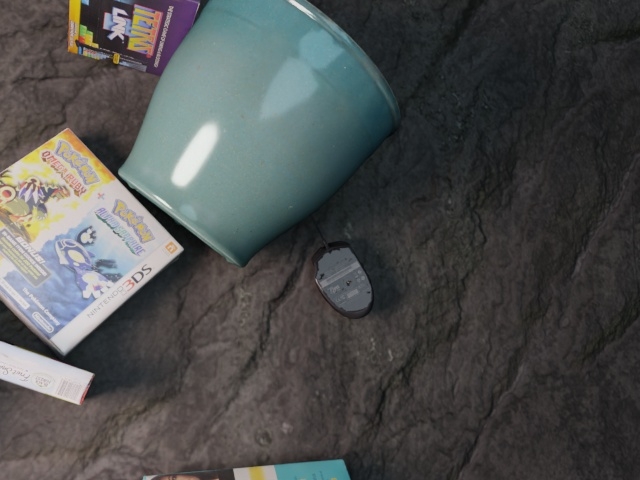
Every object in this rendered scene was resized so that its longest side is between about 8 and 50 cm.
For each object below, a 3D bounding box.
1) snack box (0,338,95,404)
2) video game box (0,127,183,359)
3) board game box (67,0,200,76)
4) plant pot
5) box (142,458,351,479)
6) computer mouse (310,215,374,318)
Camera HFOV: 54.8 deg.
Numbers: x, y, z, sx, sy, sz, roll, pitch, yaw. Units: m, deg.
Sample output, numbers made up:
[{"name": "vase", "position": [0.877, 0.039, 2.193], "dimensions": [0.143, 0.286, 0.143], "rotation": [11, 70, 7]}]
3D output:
[{"name": "snack box", "position": [-0.316, 0.133, 0.653], "dimensions": [0.141, 0.100, 0.037], "rotation": [25, 69, -16]}, {"name": "video game box", "position": [-0.296, 0.000, 0.718], "dimensions": [0.205, 0.048, 0.187], "rotation": [47, 58, -6]}, {"name": "board game box", "position": [-0.229, -0.274, 0.750], "dimensions": [0.141, 0.170, 0.048], "rotation": [12, 69, -19]}, {"name": "plant pot", "position": [-0.090, -0.119, 0.734], "dimensions": [0.271, 0.271, 0.255], "rotation": [39, 83, -10]}, {"name": "box", "position": [-0.078, 0.317, 0.705], "dimensions": [0.244, 0.060, 0.100], "rotation": [3, 36, -22]}, {"name": "computer mouse", "position": [0.000, 0.000, 0.858], "dimensions": [0.071, 0.041, 0.242], "rotation": [-26, 83, -9]}]
